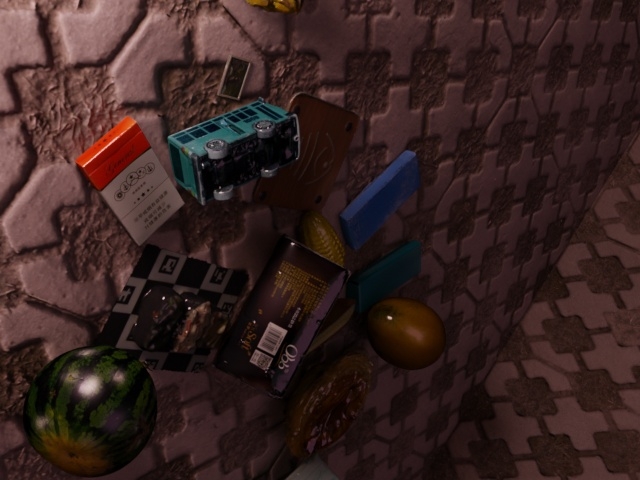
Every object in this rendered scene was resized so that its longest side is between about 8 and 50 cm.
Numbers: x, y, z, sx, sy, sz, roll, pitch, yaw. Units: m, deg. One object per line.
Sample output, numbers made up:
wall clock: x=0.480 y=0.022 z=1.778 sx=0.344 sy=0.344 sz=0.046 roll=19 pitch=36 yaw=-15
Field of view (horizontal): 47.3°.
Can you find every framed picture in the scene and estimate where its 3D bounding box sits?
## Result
framed picture: x=-0.181 y=-0.342 z=1.537 sx=0.066 sy=0.006 sz=0.089 roll=2 pitch=112 yaw=-53

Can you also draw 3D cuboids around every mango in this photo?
mango: x=0.266 y=0.287 z=2.321 sx=0.221 sy=0.263 sz=0.378 roll=-65 pitch=155 yaw=-9

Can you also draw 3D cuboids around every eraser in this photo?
eraser: x=0.176 y=-0.117 z=2.123 sx=0.312 sy=0.042 sz=0.144 roll=-45 pitch=143 yaw=-21

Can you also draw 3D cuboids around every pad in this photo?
pad: x=-0.029 y=-0.210 z=1.820 sx=0.284 sy=0.018 sz=0.287 roll=7 pitch=110 yaw=-54

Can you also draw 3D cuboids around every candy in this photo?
candy: x=0.000 y=0.000 z=1.944 sx=0.106 sy=0.094 sz=0.199 roll=-40 pitch=135 yaw=-19

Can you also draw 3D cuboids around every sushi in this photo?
sushi: x=-0.307 y=0.196 z=1.684 sx=0.373 sy=0.100 sz=0.296 roll=23 pitch=95 yaw=-55

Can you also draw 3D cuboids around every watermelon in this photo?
watermelon: x=-0.456 y=0.339 z=1.467 sx=0.269 sy=0.269 sz=0.269 roll=-31 pitch=136 yaw=-35

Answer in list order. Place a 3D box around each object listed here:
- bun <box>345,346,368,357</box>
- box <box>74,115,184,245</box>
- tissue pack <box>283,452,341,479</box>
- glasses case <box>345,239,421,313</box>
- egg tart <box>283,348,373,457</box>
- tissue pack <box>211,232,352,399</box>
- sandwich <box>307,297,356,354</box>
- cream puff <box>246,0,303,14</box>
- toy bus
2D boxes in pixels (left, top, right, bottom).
bun: x=0.106 y=0.394 z=2.381 sx=0.115 sy=0.069 sz=0.115 roll=-47 pitch=168 yaw=-14
box: x=-0.368 y=-0.112 z=1.441 sx=0.139 sy=0.035 sz=0.245 roll=-47 pitch=143 yaw=-18
tissue pack: x=-0.127 y=0.880 z=2.306 sx=0.388 sy=0.162 sz=0.287 roll=-39 pitch=163 yaw=-28
glasses case: x=0.201 y=0.105 z=2.301 sx=0.301 sy=0.070 sz=0.117 roll=-28 pitch=129 yaw=-35
egg tart: x=-0.004 y=0.497 z=2.242 sx=0.339 sy=0.153 sz=0.352 roll=-13 pitch=124 yaw=-47
tissue pack: x=-0.094 y=0.190 z=1.810 sx=0.370 sy=0.209 sz=0.198 roll=-60 pitch=-173 yaw=1
sandwich: x=-0.009 y=0.244 z=2.107 sx=0.258 sy=0.096 sz=0.094 roll=-33 pitch=144 yaw=-36
cream puff: x=-0.091 y=-0.514 z=1.435 sx=0.146 sy=0.116 sz=0.146 roll=-33 pitch=141 yaw=-32
toy bus: x=-0.178 y=-0.193 z=1.526 sx=0.256 sy=0.147 sz=0.128 roll=-29 pitch=136 yaw=-30
